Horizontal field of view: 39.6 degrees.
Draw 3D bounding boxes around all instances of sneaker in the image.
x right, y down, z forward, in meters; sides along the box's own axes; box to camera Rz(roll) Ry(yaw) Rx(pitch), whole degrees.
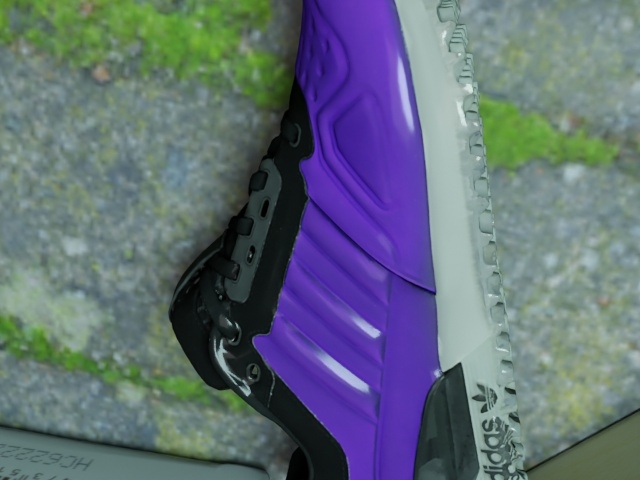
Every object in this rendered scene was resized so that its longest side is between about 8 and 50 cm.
[{"bbox_3d":[0.000,0.001,0.374,0.146,0.102,0.293,-8,105,12],"label":"sneaker"}]

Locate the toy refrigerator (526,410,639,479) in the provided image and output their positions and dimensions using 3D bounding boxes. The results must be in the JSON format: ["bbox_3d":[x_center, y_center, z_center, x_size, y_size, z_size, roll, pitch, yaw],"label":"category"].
[{"bbox_3d":[0.169,0.138,0.393,0.269,0.094,0.102,-34,99,17],"label":"toy refrigerator"}]

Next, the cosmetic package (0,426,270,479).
[{"bbox_3d":[-0.167,0.335,0.469,0.230,0.161,0.453,9,108,6],"label":"cosmetic package"}]
